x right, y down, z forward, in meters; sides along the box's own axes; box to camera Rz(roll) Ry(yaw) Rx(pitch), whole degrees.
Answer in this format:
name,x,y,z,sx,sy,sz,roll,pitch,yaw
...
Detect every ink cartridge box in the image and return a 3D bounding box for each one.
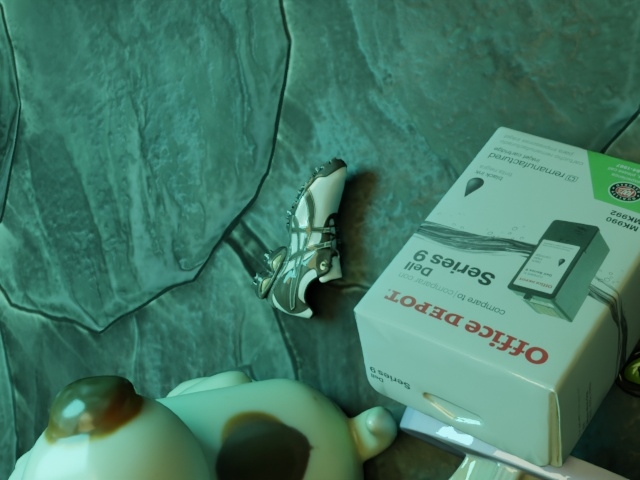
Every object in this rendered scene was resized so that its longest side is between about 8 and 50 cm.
name,x,y,z,sx,sy,sz,roll,pitch,yaw
ink cartridge box,0.199,0.043,1.032,0.211,0.121,0.289,20,53,30

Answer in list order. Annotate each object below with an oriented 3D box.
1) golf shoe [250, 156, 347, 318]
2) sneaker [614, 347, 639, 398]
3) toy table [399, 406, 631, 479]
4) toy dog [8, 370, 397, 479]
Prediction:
name,x,y,z,sx,sy,sz,roll,pitch,yaw
golf shoe,0.000,0.000,1.280,0.094,0.077,0.198,31,106,19
sneaker,0.371,0.117,1.034,0.188,0.078,0.067,-17,75,27
toy table,0.179,0.278,1.045,0.274,0.252,0.161,14,75,39
toy dog,-0.145,0.273,1.125,0.395,0.408,0.284,-12,78,29
